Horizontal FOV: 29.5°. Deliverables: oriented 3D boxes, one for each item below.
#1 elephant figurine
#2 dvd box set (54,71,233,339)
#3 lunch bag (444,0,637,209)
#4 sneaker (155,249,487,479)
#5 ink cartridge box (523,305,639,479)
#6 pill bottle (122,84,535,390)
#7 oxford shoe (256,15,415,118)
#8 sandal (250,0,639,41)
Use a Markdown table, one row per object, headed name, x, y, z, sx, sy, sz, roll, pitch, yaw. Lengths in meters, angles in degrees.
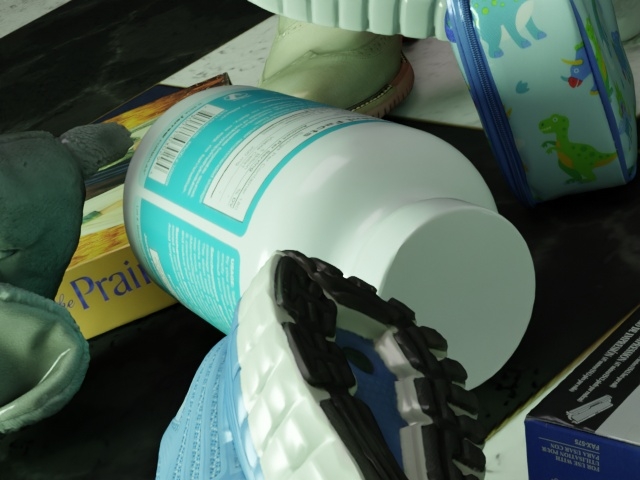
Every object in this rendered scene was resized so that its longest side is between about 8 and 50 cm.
| name | x | y | z | sx | sy | sz | roll | pitch | yaw |
| --- | --- | --- | --- | --- | --- | --- | --- | --- | --- |
| elephant figurine | -0.216 | 0.061 | 0.728 | 0.186 | 0.239 | 0.169 | -6 | 6 | 19 |
| dvd box set | -0.248 | 0.009 | 0.959 | 0.420 | 0.062 | 0.307 | -22 | 25 | 3 |
| lunch bag | 0.142 | -0.139 | 0.785 | 0.090 | 0.176 | 0.219 | -14 | 27 | 19 |
| sneaker | 0.004 | 0.156 | 0.410 | 0.147 | 0.130 | 0.330 | -51 | 29 | 25 |
| ink cartridge box | 0.174 | 0.050 | 0.481 | 0.097 | 0.046 | 0.207 | 11 | 29 | 38 |
| pill bottle | 0.000 | 0.000 | 0.667 | 0.146 | 0.146 | 0.264 | -32 | 27 | -18 |
| oxford shoe | 0.002 | -0.197 | 1.052 | 0.141 | 0.146 | 0.397 | -14 | 27 | 18 |
| sandal | 0.063 | -0.239 | 0.920 | 0.416 | 0.169 | 0.102 | 15 | 40 | -11 |
